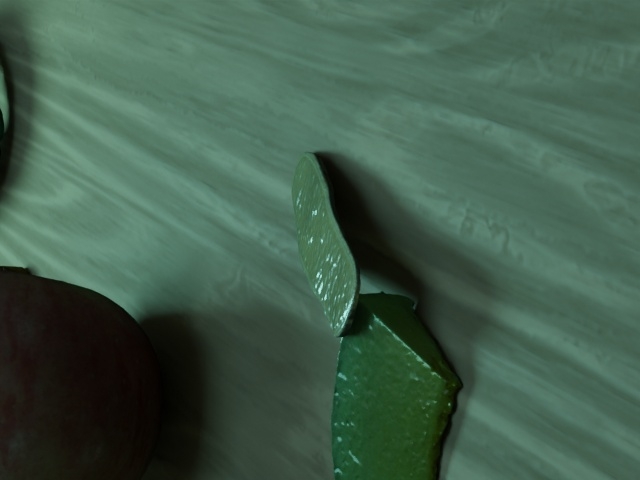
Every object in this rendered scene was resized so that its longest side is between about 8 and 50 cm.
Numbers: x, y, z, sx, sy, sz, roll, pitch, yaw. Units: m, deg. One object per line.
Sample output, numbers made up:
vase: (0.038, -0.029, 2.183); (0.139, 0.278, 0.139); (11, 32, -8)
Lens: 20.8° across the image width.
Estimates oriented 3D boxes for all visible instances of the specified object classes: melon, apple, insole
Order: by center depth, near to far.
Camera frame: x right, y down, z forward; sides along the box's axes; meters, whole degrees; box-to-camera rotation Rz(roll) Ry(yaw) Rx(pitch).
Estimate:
melon: (0.060, 0.173, 1.344); (0.114, 0.053, 0.261); (14, 105, 40)
insole: (0.000, 0.000, 1.412); (0.248, 0.011, 0.081); (-111, 34, -61)
apple: (-0.321, 0.171, 1.724); (0.345, 0.345, 0.269); (-10, 69, 60)

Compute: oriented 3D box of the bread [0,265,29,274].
bread: (-0.386, 0.071, 2.121); (0.085, 0.053, 0.085); (-6, 83, 61)

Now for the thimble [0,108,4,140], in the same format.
thimble: (-0.529, -0.145, 2.260); (0.288, 0.167, 0.254); (-47, 54, 54)
